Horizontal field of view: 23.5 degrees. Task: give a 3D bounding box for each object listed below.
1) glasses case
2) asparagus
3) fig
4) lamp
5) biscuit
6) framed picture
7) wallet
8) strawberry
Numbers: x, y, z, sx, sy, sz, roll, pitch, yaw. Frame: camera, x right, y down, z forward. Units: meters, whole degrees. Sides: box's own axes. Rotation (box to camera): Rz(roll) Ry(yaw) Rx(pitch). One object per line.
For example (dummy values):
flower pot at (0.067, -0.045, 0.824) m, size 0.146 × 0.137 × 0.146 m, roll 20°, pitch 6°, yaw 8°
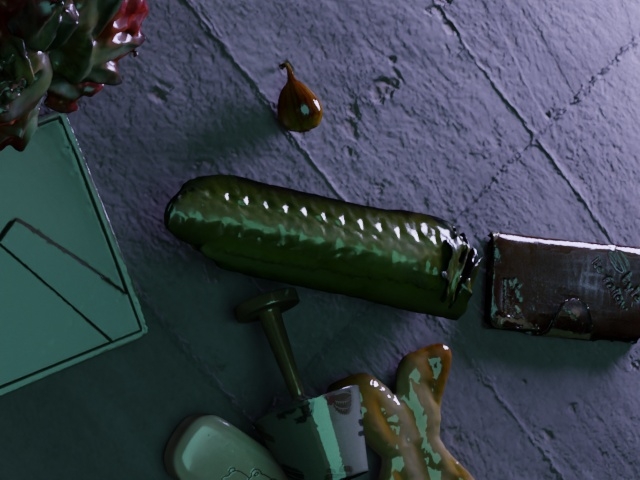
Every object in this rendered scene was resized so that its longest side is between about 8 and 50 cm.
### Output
glasses case at (-0.078, 0.261, 1.656) m, size 0.196 × 0.050 × 0.083 m, roll 36°, pitch 76°, yaw -20°
asparagus at (0.000, 0.000, 1.666) m, size 0.381 × 0.128 × 0.108 m, roll 12°, pitch 115°, yaw -22°
fig at (-0.029, -0.159, 1.700) m, size 0.050 × 0.050 × 0.083 m, roll -14°, pitch 80°, yaw -25°
lamp at (-0.021, 0.159, 1.638) m, size 0.121 × 0.121 × 0.215 m, roll -13°, pitch 76°, yaw -25°
biscuit at (0.100, 0.236, 1.740) m, size 0.164 × 0.047 × 0.208 m, roll -18°, pitch 93°, yaw -28°
framed picture at (-0.302, 0.012, 1.576) m, size 0.189 × 0.023 × 0.260 m, roll -24°, pitch 98°, yaw -24°
wallet at (0.302, 0.058, 1.853) m, size 0.232 × 0.031 × 0.122 m, roll 6°, pitch 84°, yaw -25°
strawberry at (-0.358, -0.253, 1.448) m, size 0.312 × 0.267 × 0.351 m, roll -36°, pitch 78°, yaw -16°
